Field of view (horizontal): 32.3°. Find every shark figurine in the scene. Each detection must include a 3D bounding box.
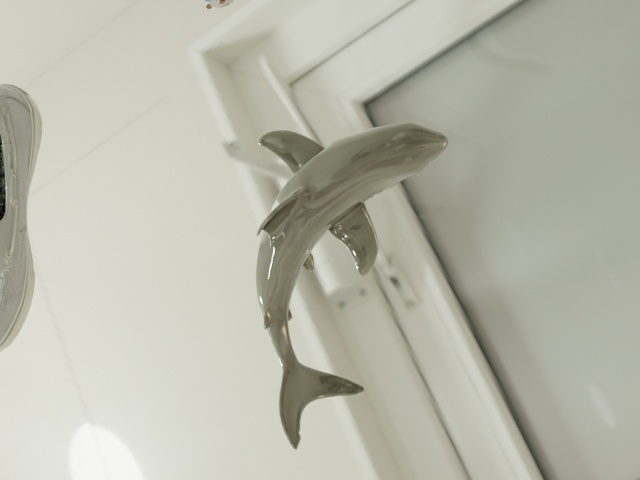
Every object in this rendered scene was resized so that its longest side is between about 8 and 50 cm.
[{"bbox_3d":[-0.022,0.015,0.918,0.166,0.278,0.116,24,-165,18],"label":"shark figurine"}]

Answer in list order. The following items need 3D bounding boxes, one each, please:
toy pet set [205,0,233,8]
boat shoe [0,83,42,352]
[{"bbox_3d":[-0.051,-0.181,0.719,0.114,0.122,0.065,19,-111,-41],"label":"toy pet set"},{"bbox_3d":[-0.278,-0.015,0.894,0.081,0.079,0.228,-18,-64,-78],"label":"boat shoe"}]
